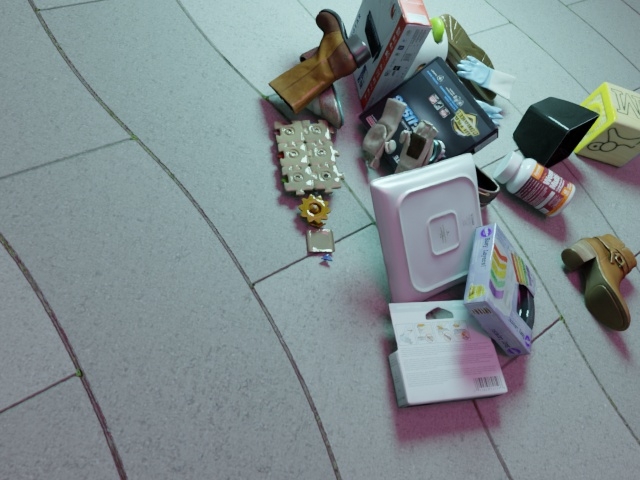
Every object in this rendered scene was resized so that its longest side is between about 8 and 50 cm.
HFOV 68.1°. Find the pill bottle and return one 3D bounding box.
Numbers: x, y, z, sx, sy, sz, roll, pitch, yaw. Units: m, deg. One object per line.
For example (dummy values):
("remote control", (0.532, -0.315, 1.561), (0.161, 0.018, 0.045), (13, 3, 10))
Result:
("pill bottle", (0.663, -0.179, 1.478), (0.221, 0.121, 0.121), (32, 59, 0))

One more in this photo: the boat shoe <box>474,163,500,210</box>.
("boat shoe", (0.397, -0.228, 1.434), (0.324, 0.097, 0.116), (44, 59, 8))

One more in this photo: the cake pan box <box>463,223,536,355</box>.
("cake pan box", (0.471, 0.131, 1.223), (0.267, 0.070, 0.246), (45, 52, -29))

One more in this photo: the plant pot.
("plant pot", (0.768, -0.370, 1.586), (0.187, 0.188, 0.167), (-26, 61, -26))

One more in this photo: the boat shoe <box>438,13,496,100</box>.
("boat shoe", (0.485, -0.619, 1.652), (0.342, 0.123, 0.123), (41, 68, -18))

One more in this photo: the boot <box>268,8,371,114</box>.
("boot", (-0.029, -0.527, 1.394), (0.280, 0.096, 0.264), (-35, 67, 5))

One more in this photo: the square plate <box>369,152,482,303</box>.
("square plate", (0.305, -0.023, 1.226), (0.343, 0.049, 0.348), (-18, 104, -25))

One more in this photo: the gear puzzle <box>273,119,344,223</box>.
("gear puzzle", (-0.027, -0.191, 1.315), (0.175, 0.044, 0.339), (-5, 64, -12))

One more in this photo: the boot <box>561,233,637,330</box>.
("boot", (0.870, 0.113, 1.416), (0.220, 0.109, 0.284), (-14, 62, -28))

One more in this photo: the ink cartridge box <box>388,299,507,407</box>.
("ink cartridge box", (0.300, 0.273, 1.169), (0.274, 0.060, 0.239), (0, 62, -18))

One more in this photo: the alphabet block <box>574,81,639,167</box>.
("alphabet block", (1.033, -0.405, 1.672), (0.197, 0.192, 0.194), (14, 59, -11))

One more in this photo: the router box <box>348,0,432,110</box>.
("router box", (0.191, -0.616, 1.434), (0.082, 0.335, 0.301), (-2, 63, -18))

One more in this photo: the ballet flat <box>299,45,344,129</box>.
("ballet flat", (-0.007, -0.456, 1.439), (0.106, 0.108, 0.316), (-11, 61, 0))

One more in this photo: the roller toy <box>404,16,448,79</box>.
("roller toy", (0.308, -0.627, 1.560), (0.146, 0.210, 0.191), (-10, 32, -22))

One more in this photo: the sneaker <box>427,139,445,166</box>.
("sneaker", (0.276, -0.209, 1.301), (0.065, 0.076, 0.167), (33, 97, 20))

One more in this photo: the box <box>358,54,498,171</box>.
("box", (0.308, -0.332, 1.380), (0.293, 0.073, 0.296), (-34, 73, 12))

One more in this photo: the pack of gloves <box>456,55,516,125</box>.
("pack of gloves", (0.543, -0.496, 1.585), (0.231, 0.046, 0.195), (16, 95, -17))

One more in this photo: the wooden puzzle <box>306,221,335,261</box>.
("wooden puzzle", (0.000, 0.000, 1.244), (0.078, 0.014, 0.117), (6, 62, -10))

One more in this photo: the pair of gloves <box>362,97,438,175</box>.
("pair of gloves", (0.207, -0.265, 1.307), (0.042, 0.204, 0.240), (6, 32, -40))
